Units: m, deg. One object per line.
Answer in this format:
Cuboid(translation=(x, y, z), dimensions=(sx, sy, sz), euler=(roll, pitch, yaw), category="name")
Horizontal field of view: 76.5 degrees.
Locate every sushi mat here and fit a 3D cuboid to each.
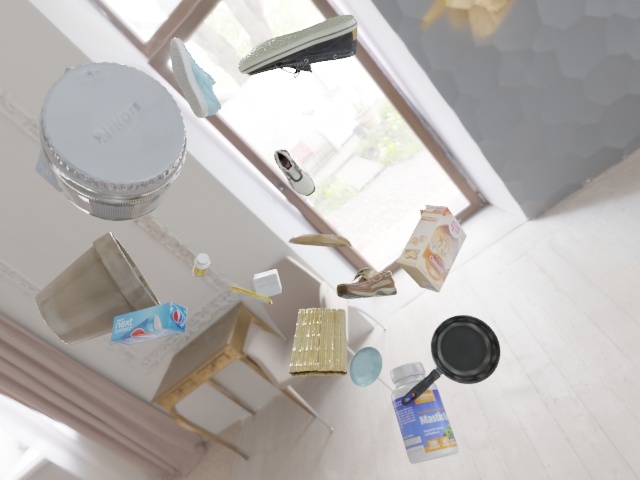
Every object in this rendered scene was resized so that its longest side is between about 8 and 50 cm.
Cuboid(translation=(0.000, 0.281, 1.169), dimensions=(0.151, 0.019, 0.316), euler=(-1, 21, 3), category="sushi mat")

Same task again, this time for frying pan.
Cuboid(translation=(0.395, 0.376, 1.192), dimensions=(0.326, 0.197, 0.053), euler=(-62, -13, -5), category="frying pan")

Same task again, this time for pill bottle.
Cuboid(translation=(-0.495, 0.101, 1.684), dimensions=(0.065, 0.065, 0.116), euler=(-61, 4, -38), category="pill bottle")
Cuboid(translation=(0.307, 0.526, 1.256), dimensions=(0.152, 0.152, 0.272), euler=(-34, 54, 30), category="pill bottle")

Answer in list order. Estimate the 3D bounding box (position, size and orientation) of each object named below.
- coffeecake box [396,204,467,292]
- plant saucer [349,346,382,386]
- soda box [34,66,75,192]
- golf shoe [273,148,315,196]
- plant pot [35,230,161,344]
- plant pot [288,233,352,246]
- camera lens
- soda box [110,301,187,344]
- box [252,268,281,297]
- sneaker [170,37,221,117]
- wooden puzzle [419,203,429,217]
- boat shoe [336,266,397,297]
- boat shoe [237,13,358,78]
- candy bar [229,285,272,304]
Cuboid(translation=(0.300, 0.021, 1.081), dimensions=(0.068, 0.142, 0.185), euler=(13, 67, 49), category="coffeecake box")
Cuboid(translation=(0.211, 0.603, 1.955), dimensions=(0.195, 0.195, 0.037), euler=(-51, 24, -16), category="plant saucer")
Cuboid(translation=(-0.564, -0.254, 0.954), dimensions=(0.286, 0.091, 0.098), euler=(-52, -3, 27), category="soda box")
Cuboid(translation=(-0.133, -0.320, 1.936), dimensions=(0.105, 0.273, 0.120), euler=(-41, -2, 7), category="golf shoe")
Cuboid(translation=(-0.715, 0.178, 1.308), dimensions=(0.280, 0.323, 0.323), euler=(-33, 15, -19), category="plant pot")
Cuboid(translation=(0.000, 0.000, 1.489), dimensions=(0.236, 0.236, 0.032), euler=(-5, 80, 62), category="plant pot")
Cuboid(translation=(-0.368, -0.161, 0.737), dimensions=(0.219, 0.219, 0.274), euler=(-54, 17, -23), category="camera lens")
Cuboid(translation=(-0.475, 0.233, 1.126), dimensions=(0.210, 0.067, 0.071), euler=(-16, 59, 20), category="soda box")
Cuboid(translation=(-0.216, 0.177, 1.656), dimensions=(0.102, 0.087, 0.101), euler=(-16, 8, -4), category="box")
Cuboid(translation=(-0.579, -0.759, 1.903), dimensions=(0.150, 0.366, 0.135), euler=(-29, 15, -39), category="sneaker")
Cuboid(translation=(0.412, -0.085, 1.566), dimensions=(0.014, 0.079, 0.116), euler=(-20, 76, 54), category="wooden puzzle")
Cuboid(translation=(0.182, 0.168, 1.611), dimensions=(0.123, 0.324, 0.120), euler=(-12, 79, 41), category="boat shoe")
Cuboid(translation=(-0.085, -0.737, 1.614), dimensions=(0.500, 0.156, 0.186), euler=(-16, 44, 7), category="boat shoe")
Cuboid(translation=(-0.240, 0.188, 1.402), dimensions=(0.040, 0.161, 0.018), euler=(99, -168, -62), category="candy bar")
